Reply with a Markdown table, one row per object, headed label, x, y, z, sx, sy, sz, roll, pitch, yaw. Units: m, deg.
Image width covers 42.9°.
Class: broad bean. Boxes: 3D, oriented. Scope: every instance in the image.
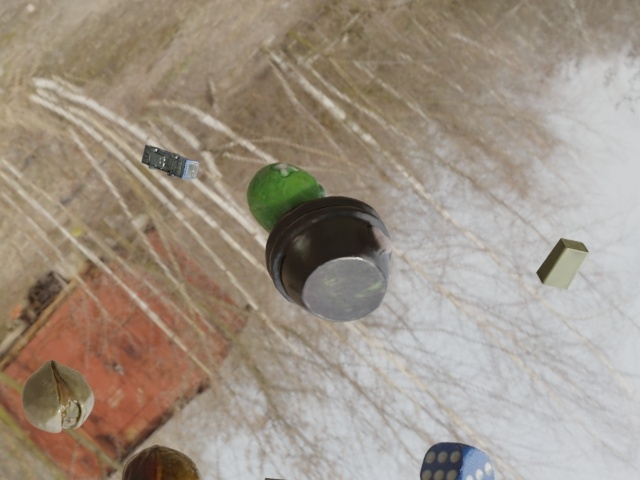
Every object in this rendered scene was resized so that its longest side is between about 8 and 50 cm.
| label | x | y | z | sx | sy | sz | roll | pitch | yaw |
| --- | --- | --- | --- | --- | --- | --- | --- | --- | --- |
| broad bean | -0.317 | 0.498 | 1.640 | 0.229 | 0.122 | 0.156 | 14 | -98 | 50 |

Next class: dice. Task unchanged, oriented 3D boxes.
| label | x | y | z | sx | sy | sz | roll | pitch | yaw |
| --- | --- | --- | --- | --- | --- | --- | --- | --- | --- |
| dice | 0.349 | 0.606 | 2.086 | 0.143 | 0.146 | 0.146 | -20 | -137 | 44 |

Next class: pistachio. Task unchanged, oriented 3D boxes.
| label | x | y | z | sx | sy | sz | roll | pitch | yaw |
| --- | --- | --- | --- | --- | --- | --- | --- | --- | --- |
| pistachio | -0.464 | 0.277 | 1.441 | 0.124 | 0.124 | 0.185 | -47 | -158 | -25 |

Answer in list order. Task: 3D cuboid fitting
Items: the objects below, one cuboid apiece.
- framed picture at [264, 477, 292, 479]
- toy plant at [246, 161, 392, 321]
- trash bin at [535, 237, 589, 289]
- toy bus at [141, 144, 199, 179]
| label | x | y | z | sx | sy | sz | roll | pitch | yaw |
| --- | --- | --- | --- | --- | --- | --- | --- | --- | --- |
| framed picture | 0.031 | 0.624 | 1.876 | 0.290 | 0.211 | 0.020 | -1 | -138 | 22 |
| toy plant | 0.000 | 0.000 | 1.155 | 0.175 | 0.218 | 0.235 | -46 | -148 | 15 |
| trash bin | 0.469 | 0.044 | 1.578 | 0.043 | 0.061 | 0.092 | -101 | -152 | -52 |
| toy bus | -0.330 | -0.172 | 1.788 | 0.061 | 0.153 | 0.051 | 1 | 106 | -52 |
